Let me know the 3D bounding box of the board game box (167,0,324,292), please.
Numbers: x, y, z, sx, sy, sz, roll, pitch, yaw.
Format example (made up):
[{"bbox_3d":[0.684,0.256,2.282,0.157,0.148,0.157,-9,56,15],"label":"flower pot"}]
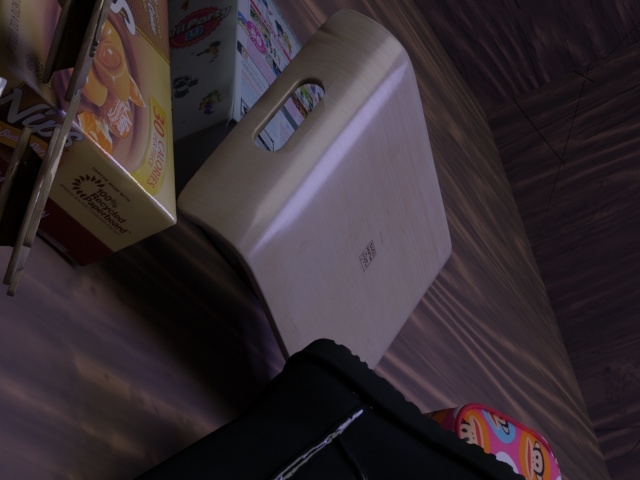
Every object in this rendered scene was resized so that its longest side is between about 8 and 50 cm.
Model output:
[{"bbox_3d":[-0.064,-0.115,1.139,0.224,0.097,0.303,55,21,-37],"label":"board game box"}]

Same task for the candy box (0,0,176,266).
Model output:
[{"bbox_3d":[-0.188,-0.160,0.822,0.183,0.087,0.316,49,24,-45],"label":"candy box"}]

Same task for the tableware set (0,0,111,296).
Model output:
[{"bbox_3d":[-0.149,-0.072,0.618,0.039,0.128,0.194,18,70,-13],"label":"tableware set"}]

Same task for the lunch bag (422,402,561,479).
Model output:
[{"bbox_3d":[0.164,0.314,1.098,0.258,0.120,0.293,29,52,-45],"label":"lunch bag"}]

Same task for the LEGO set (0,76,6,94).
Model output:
[{"bbox_3d":[-0.221,-0.056,0.546,0.107,0.132,0.287,37,45,-37],"label":"LEGO set"}]

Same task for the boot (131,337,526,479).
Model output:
[{"bbox_3d":[0.014,0.191,0.714,0.246,0.094,0.207,38,48,16],"label":"boot"}]

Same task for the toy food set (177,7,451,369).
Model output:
[{"bbox_3d":[0.000,0.000,0.941,0.220,0.092,0.306,-53,145,-27],"label":"toy food set"}]
